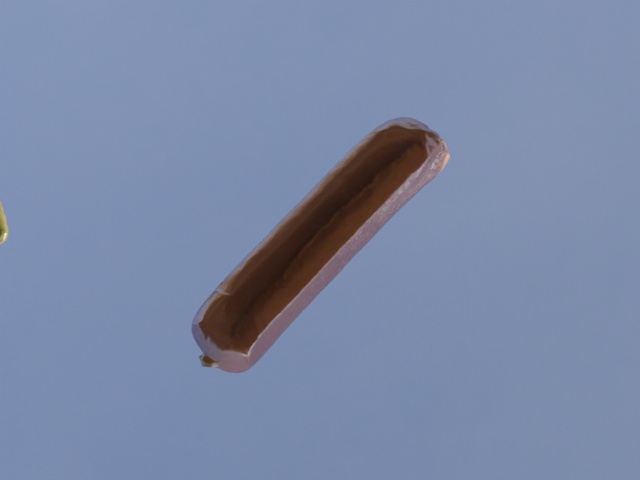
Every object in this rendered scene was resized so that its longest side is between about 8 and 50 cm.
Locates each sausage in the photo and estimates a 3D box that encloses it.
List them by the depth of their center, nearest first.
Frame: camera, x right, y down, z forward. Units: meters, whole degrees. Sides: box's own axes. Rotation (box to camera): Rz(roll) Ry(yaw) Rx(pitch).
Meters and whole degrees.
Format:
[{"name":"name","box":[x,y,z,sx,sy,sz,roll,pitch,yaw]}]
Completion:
[{"name":"sausage","box":[0.000,0.000,0.744,0.030,0.035,0.147,32,-119,23]}]

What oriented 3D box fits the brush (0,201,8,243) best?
[{"name":"brush","box":[-0.217,-0.114,0.959,0.036,0.043,0.248,-17,-83,-3]}]
